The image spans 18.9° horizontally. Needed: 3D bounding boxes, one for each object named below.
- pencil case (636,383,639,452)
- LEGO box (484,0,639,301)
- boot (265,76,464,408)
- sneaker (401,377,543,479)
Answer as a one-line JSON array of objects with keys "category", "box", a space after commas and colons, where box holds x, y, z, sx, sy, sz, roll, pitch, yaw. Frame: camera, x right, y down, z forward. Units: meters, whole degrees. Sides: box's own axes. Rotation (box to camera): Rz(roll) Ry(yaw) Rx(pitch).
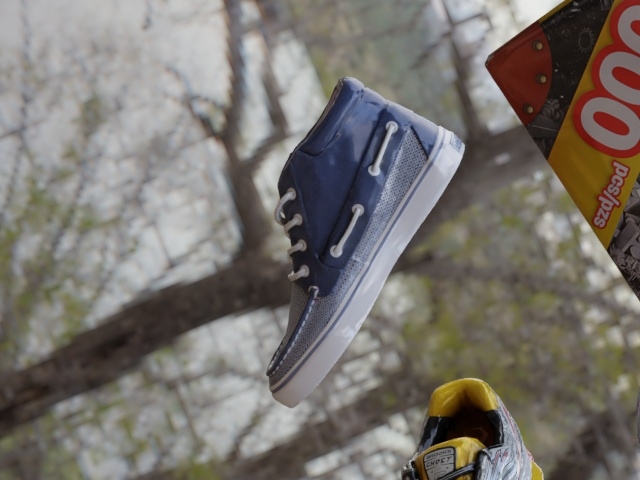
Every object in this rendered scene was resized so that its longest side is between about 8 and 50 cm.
[{"category": "pencil case", "box": [0.253, 0.118, 0.863, 0.273, 0.124, 0.113, -134, -139, -60]}, {"category": "LEGO box", "box": [0.434, -0.124, 1.392, 0.372, 0.500, 0.193, 56, 32, 2]}, {"category": "boot", "box": [0.000, 0.000, 1.137, 0.086, 0.190, 0.069, 31, 2, -8]}, {"category": "sneaker", "box": [0.074, 0.169, 1.121, 0.225, 0.088, 0.092, -77, 149, -55]}]
